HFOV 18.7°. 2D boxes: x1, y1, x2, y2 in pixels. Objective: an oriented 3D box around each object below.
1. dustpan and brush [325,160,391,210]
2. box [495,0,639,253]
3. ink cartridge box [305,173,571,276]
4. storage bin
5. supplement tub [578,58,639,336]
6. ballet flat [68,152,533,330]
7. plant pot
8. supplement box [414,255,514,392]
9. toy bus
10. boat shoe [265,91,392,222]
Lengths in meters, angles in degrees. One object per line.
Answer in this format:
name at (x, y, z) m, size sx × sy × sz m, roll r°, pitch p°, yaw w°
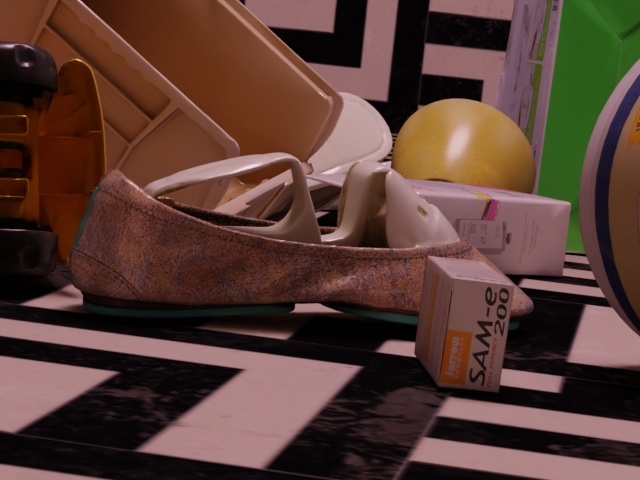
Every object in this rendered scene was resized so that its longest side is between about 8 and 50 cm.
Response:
dustpan and brush at (0.029, -0.064, 2.014) m, size 0.211 × 0.060 × 0.147 m, roll 5°, pitch 7°, yaw -6°
box at (0.251, -0.127, 1.896) m, size 0.127 × 0.262 × 0.231 m, roll 6°, pitch 6°, yaw -5°
ink cartridge box at (0.092, -0.013, 1.603) m, size 0.198 × 0.067 × 0.115 m, roll 4°, pitch 7°, yaw -32°
storage bin at (-0.133, -0.124, 1.528) m, size 0.260 × 0.123 × 0.262 m, roll 42°, pitch 20°, yaw 5°
supplement tub at (0.315, -0.011, 1.086) m, size 0.228 × 0.228 × 0.316 m, roll 3°, pitch 7°, yaw -25°
ballet flat at (0.000, 0.000, 1.234) m, size 0.316 × 0.106 × 0.107 m, roll 3°, pitch 7°, yaw -25°
plant pot at (0.118, -0.047, 1.753) m, size 0.134 × 0.134 × 0.095 m, roll 8°, pitch 31°, yaw 16°
supplement box at (0.080, 0.046, 1.102) m, size 0.036 × 0.062 × 0.098 m, roll 7°, pitch 7°, yaw -6°
toy bus at (-0.272, -0.045, 1.299) m, size 0.220 × 0.149 × 0.211 m, roll 1°, pitch -5°, yaw -20°
boat shoe at (-0.072, -0.056, 1.734) m, size 0.305 × 0.109 × 0.091 m, roll -15°, pitch -23°, yaw -39°
